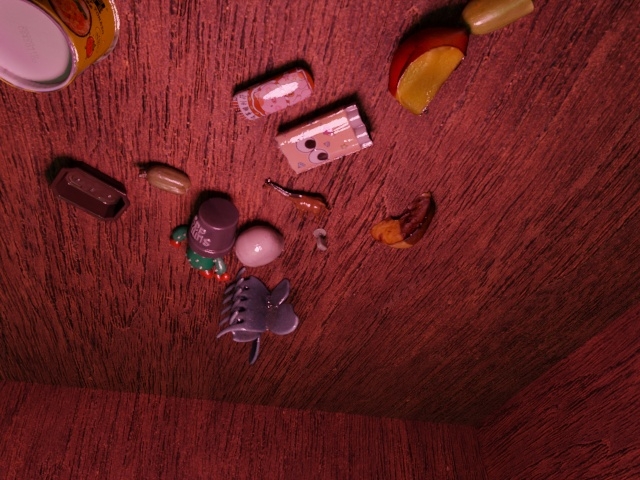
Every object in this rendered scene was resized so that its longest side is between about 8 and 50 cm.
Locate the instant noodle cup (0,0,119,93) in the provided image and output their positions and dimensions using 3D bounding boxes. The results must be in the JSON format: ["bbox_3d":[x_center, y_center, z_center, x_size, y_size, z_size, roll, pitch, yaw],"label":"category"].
[{"bbox_3d":[-0.717,-0.549,1.182,0.326,0.254,0.325,-1,137,-1],"label":"instant noodle cup"}]

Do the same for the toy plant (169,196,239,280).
[{"bbox_3d":[-0.448,-0.002,1.815,0.280,0.185,0.400,24,140,-9],"label":"toy plant"}]

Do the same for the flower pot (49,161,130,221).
[{"bbox_3d":[-0.821,-0.186,1.671,0.251,0.084,0.179,33,126,-30],"label":"flower pot"}]

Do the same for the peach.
[{"bbox_3d":[0.295,-0.521,1.332,0.154,0.158,0.267,11,137,-27],"label":"peach"}]

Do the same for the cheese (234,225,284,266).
[{"bbox_3d":[-0.253,0.026,1.843,0.198,0.154,0.189,-21,160,7],"label":"cheese"}]

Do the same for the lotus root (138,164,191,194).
[{"bbox_3d":[-0.556,-0.222,1.651,0.183,0.077,0.090,18,125,-23],"label":"lotus root"}]

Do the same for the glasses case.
[{"bbox_3d":[-0.148,-0.458,1.438,0.267,0.067,0.103,-19,132,15],"label":"glasses case"}]

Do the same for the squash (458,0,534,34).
[{"bbox_3d":[0.471,-0.632,1.260,0.187,0.123,0.123,-24,132,19],"label":"squash"}]

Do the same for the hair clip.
[{"bbox_3d":[-0.300,0.311,2.049,0.239,0.318,0.392,26,131,-25],"label":"hair clip"}]

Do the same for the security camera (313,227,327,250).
[{"bbox_3d":[0.000,0.000,1.901,0.058,0.092,0.058,-2,138,-2],"label":"security camera"}]

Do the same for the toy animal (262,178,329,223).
[{"bbox_3d":[-0.092,-0.152,1.766,0.225,0.066,0.229,3,149,21],"label":"toy animal"}]

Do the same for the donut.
[{"bbox_3d":[0.355,-0.048,1.840,0.295,0.151,0.112,-36,137,29],"label":"donut"}]

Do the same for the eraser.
[{"bbox_3d":[0.012,-0.347,1.548,0.291,0.087,0.171,-19,135,16],"label":"eraser"}]
